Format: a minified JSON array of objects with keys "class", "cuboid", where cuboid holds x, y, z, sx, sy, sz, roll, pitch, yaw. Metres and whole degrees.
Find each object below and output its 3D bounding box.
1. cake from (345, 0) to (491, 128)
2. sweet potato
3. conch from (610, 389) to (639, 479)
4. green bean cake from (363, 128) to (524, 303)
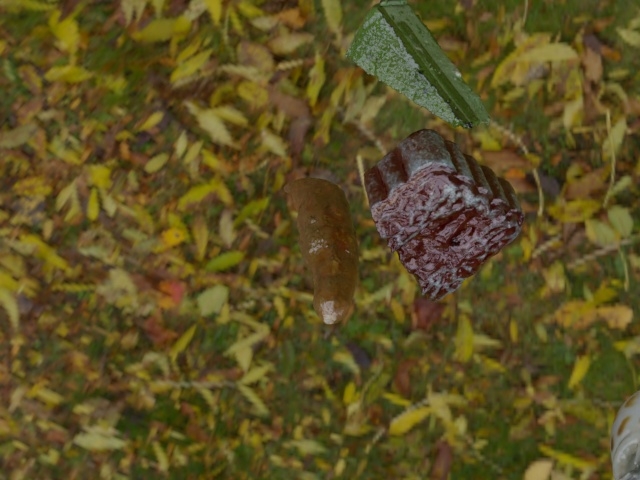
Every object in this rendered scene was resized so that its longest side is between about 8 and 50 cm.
[{"class":"cake","cuboid":[0.141,-0.232,1.781,0.235,0.100,0.099,54,128,14]},{"class":"sweet potato","cuboid":[0.010,-0.011,1.899,0.106,0.355,0.095,-38,127,17]},{"class":"conch","cuboid":[0.554,0.317,1.955,0.182,0.275,0.149,2,140,42]},{"class":"green bean cake","cuboid":[0.156,-0.032,1.708,0.198,0.097,0.232,-38,132,21]}]
